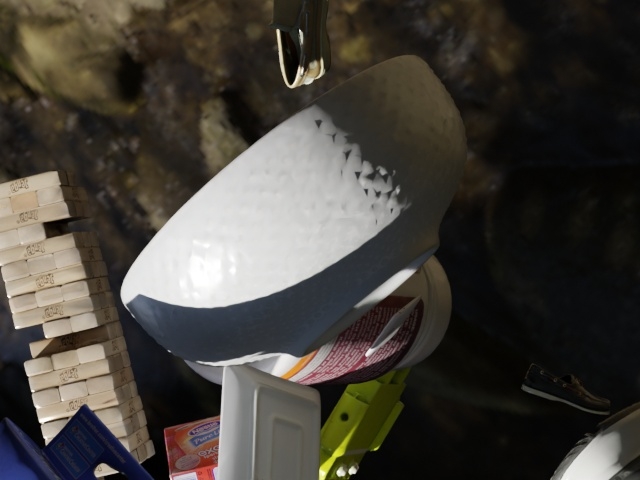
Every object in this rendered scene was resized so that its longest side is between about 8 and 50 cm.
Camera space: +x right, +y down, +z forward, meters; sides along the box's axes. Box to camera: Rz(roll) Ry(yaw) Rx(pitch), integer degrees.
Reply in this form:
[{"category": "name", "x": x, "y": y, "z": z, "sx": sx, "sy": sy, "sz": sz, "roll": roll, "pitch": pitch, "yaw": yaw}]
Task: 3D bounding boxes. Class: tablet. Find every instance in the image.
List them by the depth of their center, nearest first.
[{"category": "tablet", "x": 0.082, "y": 0.097, "z": 1.553, "sx": 0.006, "sy": 0.054, "sz": 0.083, "roll": 44, "pitch": 137, "yaw": 13}]

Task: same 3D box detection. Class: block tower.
[{"category": "block tower", "x": -0.265, "y": 0.097, "z": 1.467, "sx": 0.097, "sy": 0.091, "sz": 0.335, "roll": -13, "pitch": 89, "yaw": 7}]

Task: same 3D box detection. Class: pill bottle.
[{"category": "pill bottle", "x": -0.001, "y": 0.074, "z": 1.760, "sx": 0.224, "sy": 0.392, "sz": 0.224, "roll": -3, "pitch": 84, "yaw": 31}]

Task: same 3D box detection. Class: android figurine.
[{"category": "android figurine", "x": 0.055, "y": 0.280, "z": 2.083, "sx": 0.056, "sy": 0.273, "sz": 0.248, "roll": 30, "pitch": -179, "yaw": 18}]

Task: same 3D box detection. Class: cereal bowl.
[{"category": "cereal bowl", "x": 0.000, "y": 0.000, "z": 1.204, "sx": 0.141, "sy": 0.339, "sz": 0.339, "roll": 51, "pitch": 140, "yaw": 7}]

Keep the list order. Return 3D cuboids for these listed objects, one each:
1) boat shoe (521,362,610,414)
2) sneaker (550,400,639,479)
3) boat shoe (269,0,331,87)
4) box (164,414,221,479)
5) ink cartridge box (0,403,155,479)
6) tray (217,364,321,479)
[{"category": "boat shoe", "x": 0.338, "y": 0.203, "z": 1.870, "sx": 0.133, "sy": 0.042, "sz": 0.049, "roll": 20, "pitch": -179, "yaw": -13}, {"category": "sneaker", "x": 0.455, "y": 0.241, "z": 1.349, "sx": 0.257, "sy": 0.447, "sz": 0.169, "roll": 49, "pitch": 146, "yaw": 28}, {"category": "boat shoe", "x": -0.031, "y": -0.274, "z": 1.667, "sx": 0.068, "sy": 0.072, "sz": 0.190, "roll": 14, "pitch": 128, "yaw": 38}, {"category": "box", "x": -0.107, "y": 0.356, "z": 1.740, "sx": 0.122, "sy": 0.128, "sz": 0.257, "roll": -113, "pitch": 11, "yaw": -67}, {"category": "ink cartridge box", "x": -0.257, "y": 0.258, "z": 1.004, "sx": 0.186, "sy": 0.311, "sz": 0.065, "roll": 37, "pitch": 164, "yaw": 46}, {"category": "tray", "x": -0.045, "y": 0.263, "z": 1.415, "sx": 0.030, "sy": 0.270, "sz": 0.145, "roll": -22, "pitch": 147, "yaw": 40}]
